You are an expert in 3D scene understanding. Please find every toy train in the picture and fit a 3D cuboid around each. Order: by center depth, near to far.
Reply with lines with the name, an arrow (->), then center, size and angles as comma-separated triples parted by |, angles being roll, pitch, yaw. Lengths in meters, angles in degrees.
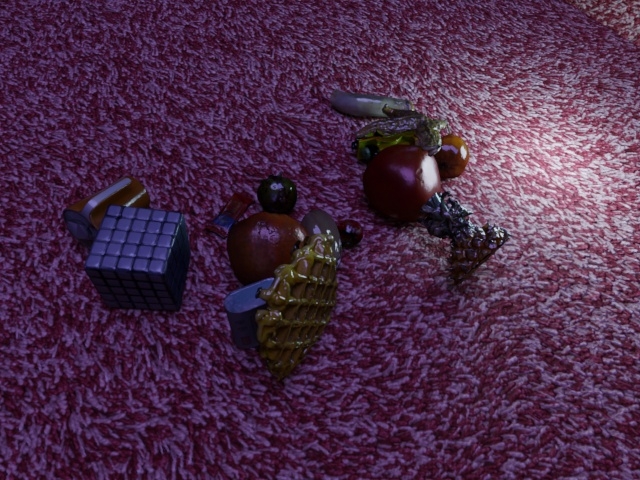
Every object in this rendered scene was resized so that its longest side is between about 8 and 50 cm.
toy train -> 0.271, -0.374, 2.037 | 0.296, 0.101, 0.161 | -14, 44, -14

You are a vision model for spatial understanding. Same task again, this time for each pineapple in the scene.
pineapple -> 0.432, -0.030, 1.706 | 0.262, 0.262, 0.272 | -35, 74, -25

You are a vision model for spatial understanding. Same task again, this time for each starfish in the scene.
starfish -> 0.307, -0.407, 1.895 | 0.323, 0.083, 0.432 | 14, 33, 16

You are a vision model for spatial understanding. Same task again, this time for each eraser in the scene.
eraser -> -0.179, 0.214, 1.526 | 0.174, 0.227, 0.081 | -23, 56, -17

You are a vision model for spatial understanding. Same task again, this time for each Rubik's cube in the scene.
Rubik's cube -> -0.539, 0.059, 1.603 | 0.238, 0.237, 0.237 | 5, 56, 0

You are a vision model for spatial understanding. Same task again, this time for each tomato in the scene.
tomato -> 0.291, -0.212, 1.863 | 0.298, 0.226, 0.299 | 1, 58, -2

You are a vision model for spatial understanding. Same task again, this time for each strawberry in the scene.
strawberry -> 0.099, -0.031, 1.800 | 0.106, 0.106, 0.106 | 2, 55, -3

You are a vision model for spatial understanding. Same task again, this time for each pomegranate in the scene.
pomegranate -> -0.157, -0.173, 1.857 | 0.148, 0.149, 0.169 | -20, 52, -17

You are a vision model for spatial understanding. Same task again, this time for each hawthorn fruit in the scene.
hawthorn fruit -> -0.150, 0.069, 1.632 | 0.275, 0.276, 0.308 | -9, 86, -11
hawthorn fruit -> 0.497, -0.360, 2.043 | 0.165, 0.165, 0.286 | 13, 42, 5

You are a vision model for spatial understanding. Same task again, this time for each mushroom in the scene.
mushroom -> 0.211, -0.557, 2.181 | 0.351, 0.095, 0.123 | 10, 35, 2

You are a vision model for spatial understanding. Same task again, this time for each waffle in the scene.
waffle -> -0.055, 0.185, 1.472 | 0.095, 0.380, 0.382 | 19, 49, 23

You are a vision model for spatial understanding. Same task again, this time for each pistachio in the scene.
pistachio -> 0.000, 0.000, 1.750 | 0.135, 0.136, 0.226 | -13, 65, -13

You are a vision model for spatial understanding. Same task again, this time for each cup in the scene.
cup -> -0.689, -0.103, 1.722 | 0.182, 0.226, 0.264 | 38, 53, 0

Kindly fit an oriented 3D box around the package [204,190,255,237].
package -> -0.315, -0.095, 1.856 | 0.083, 0.022, 0.200 | 25, 55, 12
